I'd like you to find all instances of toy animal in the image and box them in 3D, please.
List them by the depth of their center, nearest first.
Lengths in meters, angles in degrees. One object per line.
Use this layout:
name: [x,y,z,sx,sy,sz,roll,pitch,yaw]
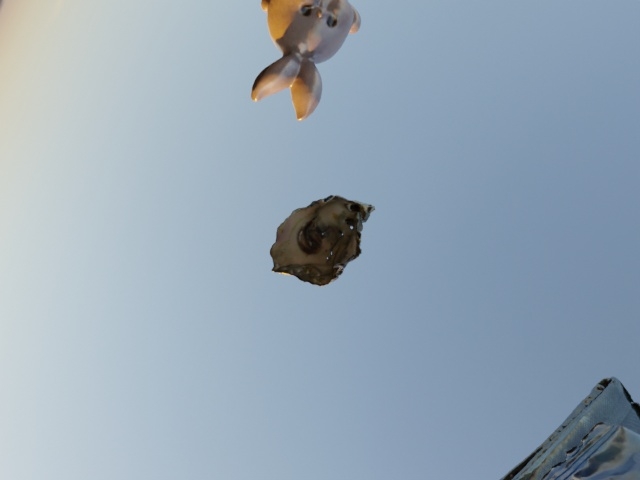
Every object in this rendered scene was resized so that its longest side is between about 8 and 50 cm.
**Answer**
toy animal: [-0.011,-0.252,0.670,0.124,0.124,0.212,-20,-123,45]

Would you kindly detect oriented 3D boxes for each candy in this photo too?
candy: [0.179,0.147,0.317,0.088,0.136,0.038,-59,-163,31]

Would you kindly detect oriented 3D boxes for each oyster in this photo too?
oyster: [0.000,0.000,1.258,0.223,0.083,0.214,5,-114,25]

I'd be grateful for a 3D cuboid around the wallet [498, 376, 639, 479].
wallet: [0.304,0.328,0.520,0.342,0.237,0.075,59,-35,10]
